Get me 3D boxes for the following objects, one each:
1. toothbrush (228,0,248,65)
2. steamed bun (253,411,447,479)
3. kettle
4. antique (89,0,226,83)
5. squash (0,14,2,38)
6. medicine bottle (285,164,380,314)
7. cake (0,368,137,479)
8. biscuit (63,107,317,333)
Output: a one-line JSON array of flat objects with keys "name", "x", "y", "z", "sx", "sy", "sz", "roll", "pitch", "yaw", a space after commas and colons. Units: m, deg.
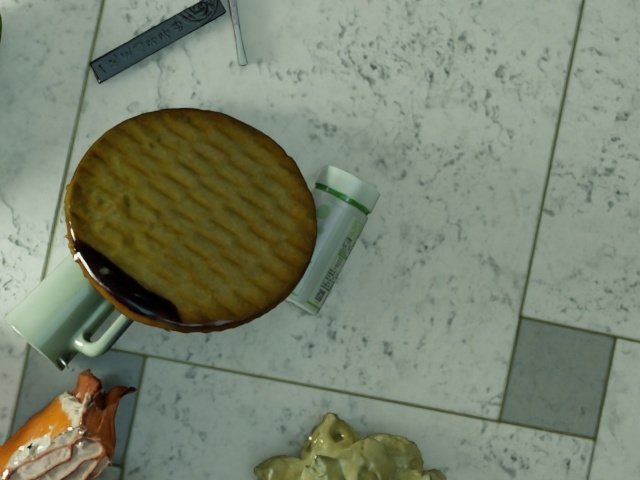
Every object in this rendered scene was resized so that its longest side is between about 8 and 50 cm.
[{"name": "toothbrush", "x": -0.120, "y": -0.326, "z": 1.707, "sx": 0.017, "sy": 0.014, "sz": 0.194, "roll": -13, "pitch": 94, "yaw": -13}, {"name": "steamed bun", "x": 0.042, "y": 0.376, "z": 1.697, "sx": 0.292, "sy": 0.137, "sz": 0.295, "roll": -6, "pitch": 94, "yaw": -10}, {"name": "kettle", "x": -0.304, "y": 0.081, "z": 1.616, "sx": 0.148, "sy": 0.127, "sz": 0.098, "roll": -47, "pitch": 118, "yaw": -11}, {"name": "antique", "x": -0.211, "y": -0.263, "z": 1.685, "sx": 0.192, "sy": 0.015, "sz": 0.031, "roll": -32, "pitch": 98, "yaw": -11}, {"name": "squash", "x": -0.468, "y": -0.162, "z": 1.590, "sx": 0.082, "sy": 0.082, "sz": 0.292, "roll": 25, "pitch": 85, "yaw": -13}, {"name": "medicine bottle", "x": 0.000, "y": 0.000, "z": 1.704, "sx": 0.086, "sy": 0.086, "sz": 0.183, "roll": 30, "pitch": 84, "yaw": -12}, {"name": "cake", "x": -0.346, "y": 0.283, "z": 1.618, "sx": 0.287, "sy": 0.135, "sz": 0.098, "roll": -46, "pitch": 116, "yaw": 1}, {"name": "biscuit", "x": -0.159, "y": -0.029, "z": 1.624, "sx": 0.318, "sy": 0.040, "sz": 0.318, "roll": 6, "pitch": 62, "yaw": -11}]
